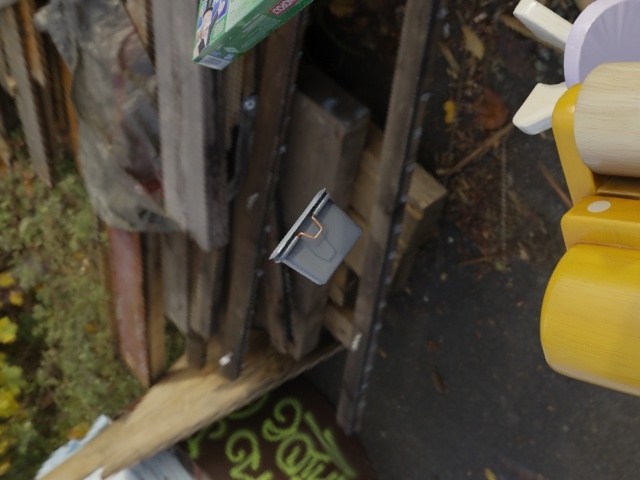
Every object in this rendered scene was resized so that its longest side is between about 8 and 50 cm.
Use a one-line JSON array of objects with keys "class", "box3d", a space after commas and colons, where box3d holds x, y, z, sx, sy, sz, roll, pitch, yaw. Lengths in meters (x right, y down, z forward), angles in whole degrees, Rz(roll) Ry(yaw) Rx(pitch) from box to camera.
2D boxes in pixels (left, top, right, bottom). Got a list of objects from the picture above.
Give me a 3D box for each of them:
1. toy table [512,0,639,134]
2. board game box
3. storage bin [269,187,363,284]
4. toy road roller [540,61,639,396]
[{"class": "toy table", "box3d": [0.382, -0.237, 1.284, 0.274, 0.252, 0.161, 45, 178, -38]}, {"class": "board game box", "box3d": [-0.065, -0.338, 1.085, 0.317, 0.046, 0.213, -12, 68, 64]}, {"class": "storage bin", "box3d": [0.000, 0.000, 1.473, 0.091, 0.135, 0.098, 37, 171, -6]}, {"class": "toy road roller", "box3d": [0.327, 0.006, 0.950, 0.202, 0.240, 0.329, 10, 129, 48]}]
